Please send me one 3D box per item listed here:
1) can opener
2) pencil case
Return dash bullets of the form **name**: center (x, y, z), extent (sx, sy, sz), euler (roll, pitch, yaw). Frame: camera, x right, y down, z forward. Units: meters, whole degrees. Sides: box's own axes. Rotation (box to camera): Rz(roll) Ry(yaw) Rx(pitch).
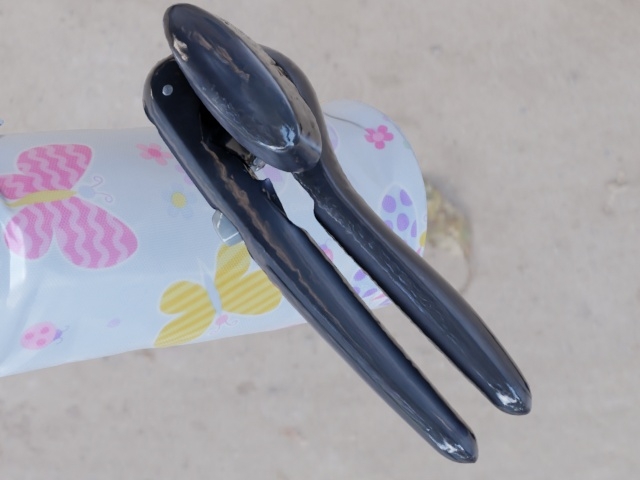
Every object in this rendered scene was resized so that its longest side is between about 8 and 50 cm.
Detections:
- **can opener**: center (0.000, 0.000, 0.540), extent (0.059, 0.073, 0.186), euler (-39, 80, 15)
- **pencil case**: center (-0.079, -0.007, 0.750), extent (0.273, 0.124, 0.113), euler (-6, 131, -36)
